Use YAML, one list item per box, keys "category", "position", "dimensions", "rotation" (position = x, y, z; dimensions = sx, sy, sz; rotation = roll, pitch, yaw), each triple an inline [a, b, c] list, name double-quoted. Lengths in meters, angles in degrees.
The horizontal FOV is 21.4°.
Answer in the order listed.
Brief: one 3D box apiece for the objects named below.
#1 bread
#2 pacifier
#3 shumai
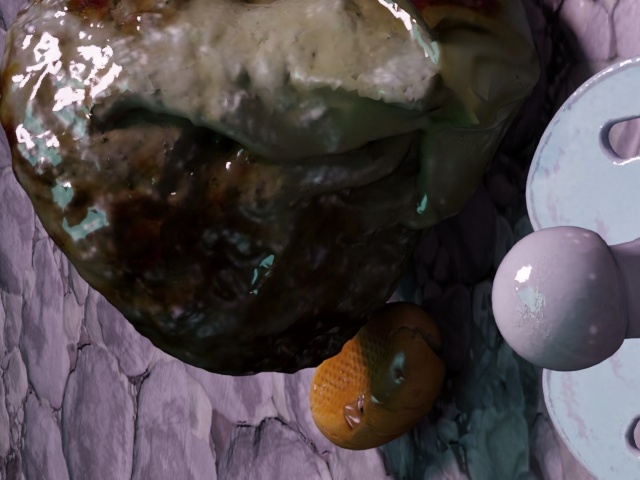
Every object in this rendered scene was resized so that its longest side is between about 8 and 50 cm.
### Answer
- category: "bread"
  position: [0.054, 0.116, 1.446]
  dimensions: [0.189, 0.077, 0.114]
  rotation: [-38, 41, 52]
- category: "pacifier"
  position: [0.195, 0.031, 0.991]
  dimensions: [0.238, 0.226, 0.287]
  rotation: [-1, 95, 45]
- category: "shumai"
  position: [0.003, -0.104, 1.283]
  dimensions: [0.348, 0.395, 0.395]
  rotation: [-28, 67, 32]
